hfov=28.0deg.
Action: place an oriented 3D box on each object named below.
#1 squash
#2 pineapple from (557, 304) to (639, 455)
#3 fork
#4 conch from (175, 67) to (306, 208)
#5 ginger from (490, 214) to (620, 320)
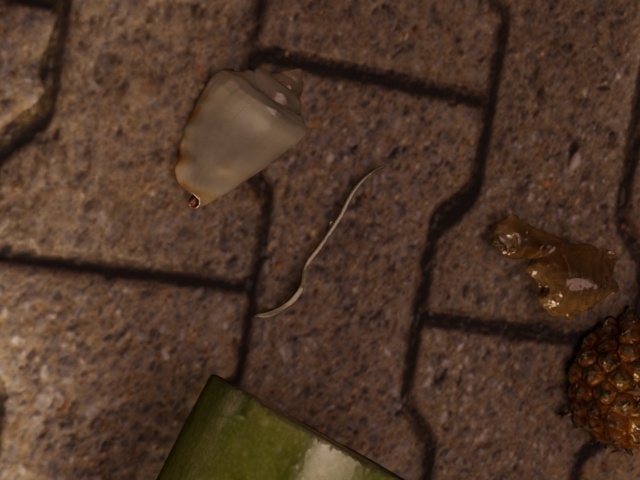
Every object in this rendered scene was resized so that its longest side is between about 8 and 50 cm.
[{"bbox_3d":[-0.085,0.360,1.269,0.263,0.263,0.384,30,83,-22],"label":"squash"},{"bbox_3d":[0.389,0.176,1.515,0.161,0.137,0.176,46,77,-20],"label":"pineapple"},{"bbox_3d":[0.005,0.004,1.402,0.028,0.034,0.219,37,78,6],"label":"fork"},{"bbox_3d":[-0.084,-0.115,1.338,0.176,0.094,0.104,-42,125,14],"label":"conch"},{"bbox_3d":[0.266,0.036,1.493,0.165,0.067,0.096,20,87,-10],"label":"ginger"}]
